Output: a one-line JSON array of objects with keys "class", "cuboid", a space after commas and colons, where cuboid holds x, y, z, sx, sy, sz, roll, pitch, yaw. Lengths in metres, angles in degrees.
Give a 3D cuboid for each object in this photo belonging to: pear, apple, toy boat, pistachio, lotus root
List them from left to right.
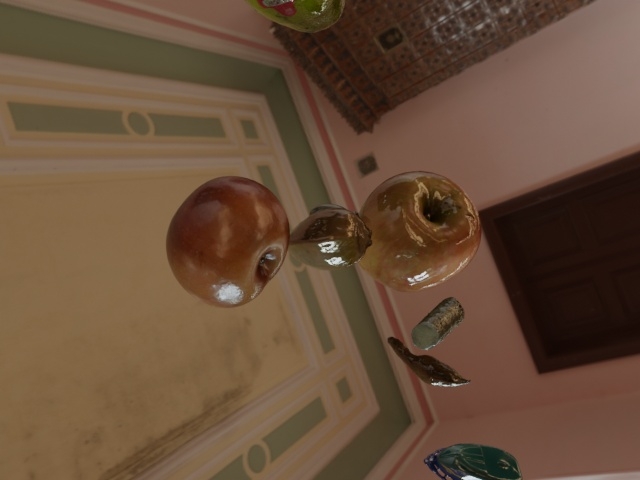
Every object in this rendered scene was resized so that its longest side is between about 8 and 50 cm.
[{"class": "apple", "cuboid": [-0.133, 0.006, 0.795, 0.162, 0.201, 0.201, 36, -157, 25]}, {"class": "pear", "cuboid": [-0.061, -0.671, 1.309, 0.375, 0.287, 0.288, 27, -130, -52]}, {"class": "pistachio", "cuboid": [0.000, 0.000, 1.368, 0.212, 0.260, 0.163, 7, -102, -49]}, {"class": "lotus root", "cuboid": [0.034, -0.071, 1.604, 0.088, 0.165, 0.088, -1, -90, -71]}, {"class": "apple", "cuboid": [0.295, -0.018, 1.667, 0.390, 0.347, 0.392, 9, -125, -13]}, {"class": "toy boat", "cuboid": [0.251, 0.409, 0.906, 0.174, 0.110, 0.091, 19, -145, -15]}]

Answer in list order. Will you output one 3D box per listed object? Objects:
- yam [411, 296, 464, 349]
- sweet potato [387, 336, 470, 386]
[{"class": "yam", "cuboid": [0.299, 0.207, 1.311, 0.179, 0.078, 0.078, -24, -89, -46]}, {"class": "sweet potato", "cuboid": [0.285, 0.349, 1.443, 0.074, 0.269, 0.075, -26, -52, -39]}]
